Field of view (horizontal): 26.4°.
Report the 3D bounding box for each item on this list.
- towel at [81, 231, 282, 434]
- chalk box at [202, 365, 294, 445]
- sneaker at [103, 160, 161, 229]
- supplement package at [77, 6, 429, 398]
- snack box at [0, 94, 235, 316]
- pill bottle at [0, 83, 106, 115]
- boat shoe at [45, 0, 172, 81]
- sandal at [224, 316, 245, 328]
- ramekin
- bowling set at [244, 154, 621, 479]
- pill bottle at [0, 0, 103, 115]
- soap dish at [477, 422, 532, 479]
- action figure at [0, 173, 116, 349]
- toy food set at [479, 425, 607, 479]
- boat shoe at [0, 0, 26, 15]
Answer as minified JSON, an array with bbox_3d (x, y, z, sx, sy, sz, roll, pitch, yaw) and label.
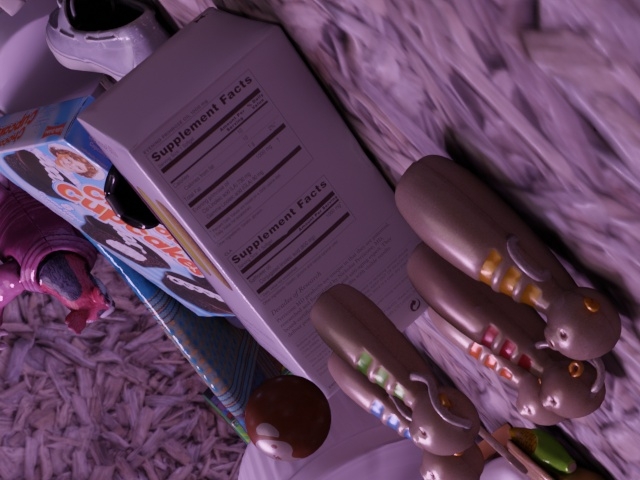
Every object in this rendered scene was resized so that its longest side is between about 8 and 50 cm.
[{"bbox_3d":[-0.157,0.039,1.664,0.370,0.040,0.271,56,-158,-23],"label":"towel"},{"bbox_3d":[-0.034,0.230,1.899,0.289,0.180,0.179,50,171,-18],"label":"chalk box"},{"bbox_3d":[-0.130,-0.075,1.190,0.102,0.146,0.293,50,170,-10],"label":"sneaker"},{"bbox_3d":[-0.039,-0.030,0.994,0.244,0.134,0.139,53,169,-26],"label":"supplement package"},{"bbox_3d":[-0.177,-0.026,1.412,0.322,0.060,0.187,39,155,-30],"label":"snack box"},{"bbox_3d":[-0.383,-0.242,1.714,0.245,0.136,0.136,48,171,1],"label":"pill bottle"},{"bbox_3d":[-0.198,-0.200,1.252,0.227,0.079,0.081,29,150,52],"label":"boat shoe"},{"bbox_3d":[-0.121,-0.009,1.601,0.265,0.102,0.076,58,174,-37],"label":"sandal"},{"bbox_3d":[0.039,0.250,1.429,0.127,0.273,0.273,57,179,42],"label":"ramekin"},{"bbox_3d":[0.070,0.099,0.854,0.154,0.200,0.287,43,174,22],"label":"bowling set"},{"bbox_3d":[-0.362,-0.253,1.496,0.283,0.161,0.161,42,169,35],"label":"pill bottle"},{"bbox_3d":[0.174,0.340,1.295,0.291,0.229,0.118,50,-173,-7],"label":"soap dish"},{"bbox_3d":[-0.334,-0.023,1.623,0.370,0.248,0.275,39,150,46],"label":"action figure"},{"bbox_3d":[0.209,0.200,1.120,0.192,0.038,0.132,40,179,-20],"label":"toy food set"},{"bbox_3d":[-0.303,-0.319,1.106,0.127,0.113,0.340,46,175,35],"label":"boat shoe"}]
